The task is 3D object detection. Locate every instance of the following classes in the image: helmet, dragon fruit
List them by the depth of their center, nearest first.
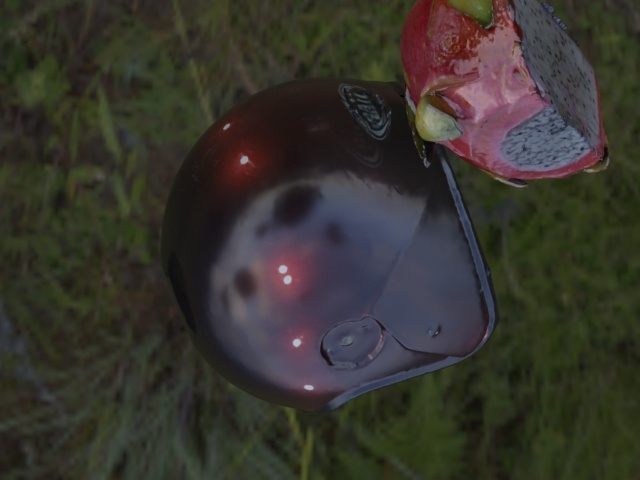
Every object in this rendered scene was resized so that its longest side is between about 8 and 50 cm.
[{"bbox_3d":[0.056,-0.048,0.642,0.060,0.056,0.083,-18,146,26],"label":"dragon fruit"},{"bbox_3d":[0.000,0.000,1.186,0.193,0.189,0.216,14,118,-32],"label":"helmet"}]
